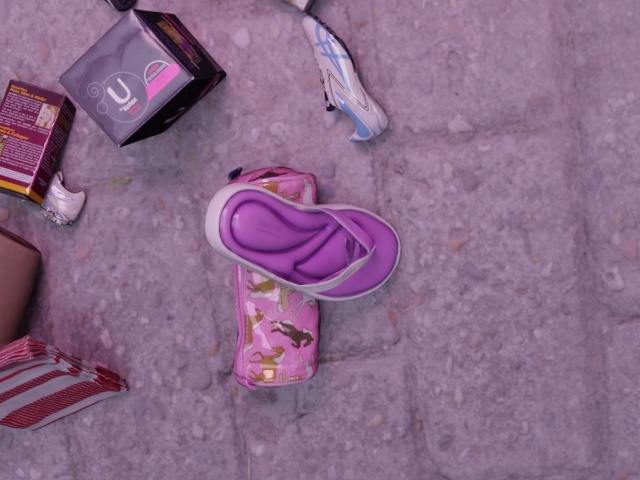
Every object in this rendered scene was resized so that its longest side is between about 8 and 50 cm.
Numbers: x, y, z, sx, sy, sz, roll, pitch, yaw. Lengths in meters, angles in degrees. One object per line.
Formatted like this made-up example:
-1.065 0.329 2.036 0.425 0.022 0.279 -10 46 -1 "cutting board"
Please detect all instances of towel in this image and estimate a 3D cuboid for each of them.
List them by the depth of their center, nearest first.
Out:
-0.516 0.267 1.586 0.237 0.329 0.037 -24 63 10 "towel"

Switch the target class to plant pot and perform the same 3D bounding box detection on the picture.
-0.615 0.087 1.593 0.263 0.263 0.229 31 86 -2 "plant pot"

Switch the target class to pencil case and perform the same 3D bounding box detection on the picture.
-0.083 0.066 1.569 0.167 0.160 0.386 -2 103 4 "pencil case"

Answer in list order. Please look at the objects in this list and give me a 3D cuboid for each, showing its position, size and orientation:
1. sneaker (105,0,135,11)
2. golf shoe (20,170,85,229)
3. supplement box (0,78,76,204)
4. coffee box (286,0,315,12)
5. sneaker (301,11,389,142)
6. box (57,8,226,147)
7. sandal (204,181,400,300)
-0.399 -0.491 1.519 0.097 0.084 0.235 -5 127 44 "sneaker"
-0.508 -0.099 1.630 0.176 0.069 0.086 35 79 -4 "golf shoe"
-0.511 -0.170 1.561 0.104 0.081 0.188 17 79 2 "supplement box"
-0.095 -0.499 1.477 0.246 0.098 0.141 31 103 -2 "coffee box"
0.028 -0.275 1.522 0.086 0.085 0.237 -30 97 6 "sneaker"
-0.277 -0.265 1.456 0.165 0.270 0.143 -40 96 12 "box"
-0.003 0.015 1.458 0.416 0.102 0.169 10 92 -41 "sandal"
